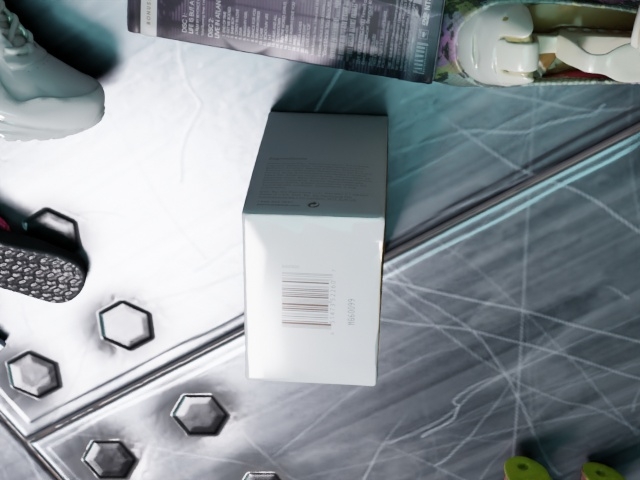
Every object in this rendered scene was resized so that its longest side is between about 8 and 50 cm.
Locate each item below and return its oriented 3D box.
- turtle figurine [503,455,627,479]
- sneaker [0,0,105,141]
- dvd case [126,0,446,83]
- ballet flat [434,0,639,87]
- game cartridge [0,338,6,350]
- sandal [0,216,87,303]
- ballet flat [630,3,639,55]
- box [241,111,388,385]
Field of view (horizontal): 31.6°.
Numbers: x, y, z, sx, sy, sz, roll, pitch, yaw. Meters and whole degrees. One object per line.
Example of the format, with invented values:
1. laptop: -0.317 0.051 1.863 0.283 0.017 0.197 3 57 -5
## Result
1. turtle figurine: 0.209 0.299 0.997 0.269 0.087 0.217 11 112 6
2. sneaker: -0.250 -0.149 0.774 0.232 0.090 0.115 22 114 -10
3. dvd case: -0.022 -0.200 0.751 0.221 0.018 0.165 11 120 9
4. ballet flat: 0.164 -0.133 0.763 0.221 0.079 0.077 0 120 4
5. game cartridge: -0.310 0.095 0.952 0.083 0.017 0.056 -40 113 22
6. sandal: -0.270 0.001 0.889 0.179 0.040 0.067 22 124 -25
7. ballet flat: 0.271 -0.094 0.660 0.182 0.164 0.483 -32 137 -5
8. box: 0.000 0.000 0.793 0.091 0.170 0.130 2 119 3
